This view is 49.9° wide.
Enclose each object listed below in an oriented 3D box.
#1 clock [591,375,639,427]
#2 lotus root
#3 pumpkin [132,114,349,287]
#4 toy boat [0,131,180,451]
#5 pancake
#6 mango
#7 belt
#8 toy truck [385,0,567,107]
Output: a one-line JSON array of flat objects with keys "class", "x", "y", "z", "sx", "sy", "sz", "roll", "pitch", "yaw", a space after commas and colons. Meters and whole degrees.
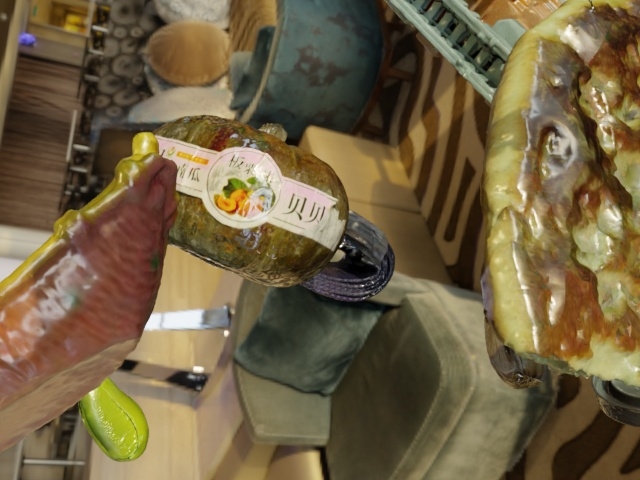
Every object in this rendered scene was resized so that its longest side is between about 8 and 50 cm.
[{"class": "clock", "x": 0.524, "y": 0.229, "z": 1.078, "sx": 0.184, "sy": 0.185, "sz": 0.040, "roll": -151, "pitch": 42, "yaw": -68}, {"class": "lotus root", "x": 0.142, "y": 0.072, "z": 0.506, "sx": 0.030, "sy": 0.037, "sz": 0.083, "roll": -46, "pitch": 27, "yaw": 42}, {"class": "pumpkin", "x": -0.084, "y": -0.056, "z": 0.803, "sx": 0.189, "sy": 0.260, "sz": 0.260, "roll": -67, "pitch": 19, "yaw": -8}, {"class": "toy boat", "x": -0.197, "y": 0.069, "z": 0.416, "sx": 0.318, "sy": 0.141, "sz": 0.099, "roll": -38, "pitch": 71, "yaw": 6}, {"class": "pancake", "x": 0.259, "y": -0.057, "z": 0.531, "sx": 0.067, "sy": 0.305, "sz": 0.426, "roll": -31, "pitch": 32, "yaw": 56}, {"class": "mango", "x": -0.347, "y": 0.294, "z": 1.150, "sx": 0.074, "sy": 0.091, "sz": 0.165, "roll": 2, "pitch": 117, "yaw": 66}, {"class": "belt", "x": 0.000, "y": 0.000, "z": 1.070, "sx": 0.139, "sy": 0.230, "sz": 0.126, "roll": -62, "pitch": 24, "yaw": 5}, {"class": "toy truck", "x": 0.165, "y": -0.244, "z": 0.734, "sx": 0.338, "sy": 0.184, "sz": 0.133, "roll": 52, "pitch": 129, "yaw": 13}]
